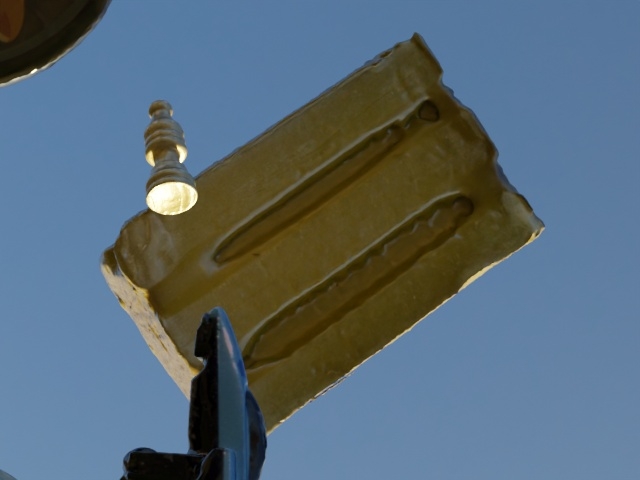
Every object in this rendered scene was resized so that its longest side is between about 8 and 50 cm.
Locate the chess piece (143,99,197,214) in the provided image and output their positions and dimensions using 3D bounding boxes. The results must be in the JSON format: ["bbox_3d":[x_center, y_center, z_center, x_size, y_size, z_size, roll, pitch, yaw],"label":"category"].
[{"bbox_3d":[-0.107,-0.063,1.319,0.035,0.035,0.092,-42,-139,32],"label":"chess piece"}]

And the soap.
[{"bbox_3d":[0.000,0.000,1.494,0.199,0.315,0.091,55,-19,-3],"label":"soap"}]

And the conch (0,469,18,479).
[{"bbox_3d":[-0.287,0.317,1.552,0.319,0.215,0.303,27,-66,60],"label":"conch"}]

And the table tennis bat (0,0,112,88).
[{"bbox_3d":[-0.190,-0.169,0.952,0.150,0.027,0.236,-42,-115,-3],"label":"table tennis bat"}]

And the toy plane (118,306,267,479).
[{"bbox_3d":[-0.056,0.148,0.837,0.078,0.169,0.246,-7,-109,-2],"label":"toy plane"}]
